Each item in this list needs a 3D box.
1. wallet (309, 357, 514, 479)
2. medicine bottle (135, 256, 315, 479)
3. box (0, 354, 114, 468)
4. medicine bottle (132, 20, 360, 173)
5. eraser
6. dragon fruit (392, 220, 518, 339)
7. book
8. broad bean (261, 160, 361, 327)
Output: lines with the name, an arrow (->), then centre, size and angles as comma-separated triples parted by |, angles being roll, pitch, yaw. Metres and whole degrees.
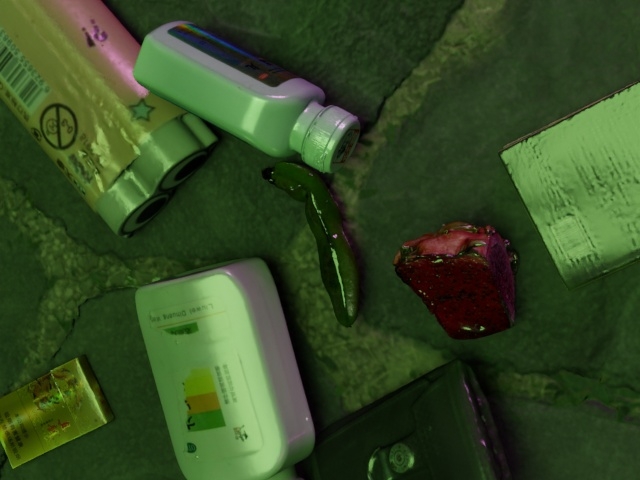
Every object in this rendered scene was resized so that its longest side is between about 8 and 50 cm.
wallet -> 0.082, 0.242, 1.399 | 0.245, 0.052, 0.168 | -33, 65, 36
medicine bottle -> -0.096, 0.175, 1.468 | 0.161, 0.111, 0.296 | -12, 95, 36
box -> -0.325, 0.206, 1.623 | 0.156, 0.022, 0.089 | -26, 88, 25
medicine bottle -> -0.071, -0.146, 1.398 | 0.229, 0.121, 0.083 | 30, 108, 17
eraser -> -0.264, -0.159, 1.504 | 0.290, 0.087, 0.171 | 49, 116, 10
dragon fruit -> 0.144, 0.021, 1.347 | 0.102, 0.096, 0.147 | -3, 140, 28
book -> 0.303, -0.066, 1.298 | 0.228, 0.024, 0.160 | -27, 88, 25
broad bean -> 0.004, -0.006, 1.429 | 0.061, 0.046, 0.195 | -37, 78, 36
